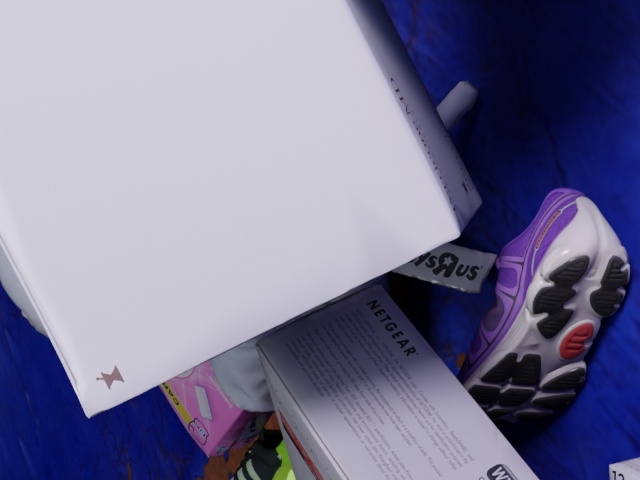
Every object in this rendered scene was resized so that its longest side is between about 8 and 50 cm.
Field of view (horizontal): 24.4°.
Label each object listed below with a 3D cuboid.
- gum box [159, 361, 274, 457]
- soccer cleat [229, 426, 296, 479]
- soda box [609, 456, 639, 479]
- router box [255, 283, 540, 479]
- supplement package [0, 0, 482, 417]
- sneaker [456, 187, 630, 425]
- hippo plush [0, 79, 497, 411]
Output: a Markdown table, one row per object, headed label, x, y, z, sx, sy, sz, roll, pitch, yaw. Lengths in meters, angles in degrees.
| label | x | y | z | sx | sy | sz | roll | pitch | yaw |
| --- | --- | --- | --- | --- | --- | --- | --- | --- | --- |
| gum box | -0.095 | 0.068 | 1.153 | 0.188 | 0.062 | 0.107 | 54 | 143 | 14 |
| soccer cleat | -0.043 | 0.195 | 1.214 | 0.179 | 0.060 | 0.072 | -36 | 56 | 55 |
| soda box | 0.207 | 0.144 | 0.659 | 0.183 | 0.063 | 0.058 | 16 | 113 | 62 |
| router box | 0.094 | 0.235 | 0.797 | 0.335 | 0.082 | 0.301 | 51 | 161 | 46 |
| supplement package | -0.069 | -0.082 | 0.739 | 0.262 | 0.204 | 0.145 | 63 | -167 | -3 |
| sneaker | 0.120 | 0.041 | 0.831 | 0.071 | 0.068 | 0.170 | -103 | 30 | -45 |
| hippo plush | -0.072 | 0.032 | 0.943 | 0.294 | 0.236 | 0.234 | 4 | 103 | 53 |
